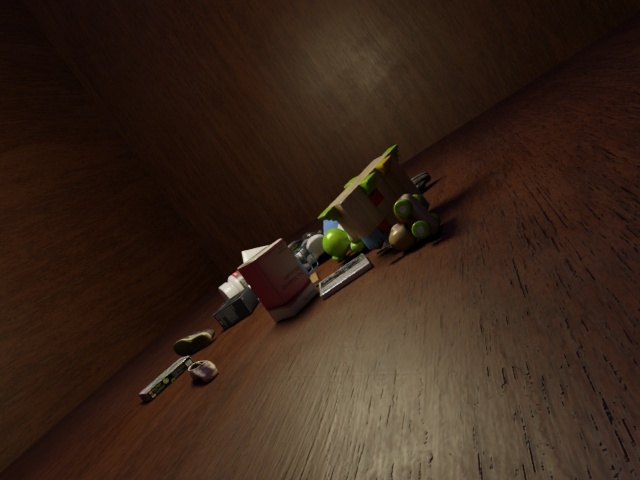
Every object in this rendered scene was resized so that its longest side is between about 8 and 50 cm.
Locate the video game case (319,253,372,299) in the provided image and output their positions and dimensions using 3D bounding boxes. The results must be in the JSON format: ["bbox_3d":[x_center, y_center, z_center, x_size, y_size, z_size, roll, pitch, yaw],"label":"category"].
[{"bbox_3d":[0.079,0.118,1.471,0.190,0.022,0.173,-35,8,3],"label":"video game case"}]

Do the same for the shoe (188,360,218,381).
[{"bbox_3d":[-0.394,0.423,1.461,0.077,0.058,0.219,-39,9,-30],"label":"shoe"}]

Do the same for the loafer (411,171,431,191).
[{"bbox_3d":[0.401,-0.208,1.977,0.268,0.084,0.096,-33,-24,-14],"label":"loafer"}]

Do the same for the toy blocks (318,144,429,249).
[{"bbox_3d":[0.210,-0.108,1.508,0.381,0.261,0.191,-47,14,-27],"label":"toy blocks"}]

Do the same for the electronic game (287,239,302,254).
[{"bbox_3d":[-0.145,0.098,2.093,0.229,0.048,0.229,-54,-17,-26],"label":"electronic game"}]

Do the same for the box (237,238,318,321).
[{"bbox_3d":[-0.143,0.136,1.502,0.127,0.232,0.149,-26,12,48],"label":"box"}]

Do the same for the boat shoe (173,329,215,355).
[{"bbox_3d":[-0.554,0.449,1.944,0.224,0.080,0.073,-25,6,27],"label":"boat shoe"}]

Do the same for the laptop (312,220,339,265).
[{"bbox_3d":[0.000,0.000,2.101,0.264,0.136,0.234,-38,8,-22],"label":"laptop"}]

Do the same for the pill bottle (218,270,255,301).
[{"bbox_3d":[-0.377,0.214,2.292,0.283,0.161,0.161,-38,8,-23],"label":"pill bottle"}]

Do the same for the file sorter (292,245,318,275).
[{"bbox_3d":[-0.109,0.117,1.845,0.170,0.118,0.104,-40,-2,40],"label":"file sorter"}]

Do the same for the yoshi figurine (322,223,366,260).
[{"bbox_3d":[0.087,-0.026,1.768,0.203,0.204,0.362,-50,8,9],"label":"yoshi figurine"}]

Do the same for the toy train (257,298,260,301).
[{"bbox_3d":[-0.216,0.233,1.946,0.125,0.046,0.166,-34,11,-4],"label":"toy train"}]

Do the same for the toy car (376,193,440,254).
[{"bbox_3d":[0.240,-0.030,1.308,0.188,0.149,0.155,-44,-10,28],"label":"toy car"}]

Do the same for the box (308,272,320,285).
[{"bbox_3d":[-0.091,0.199,1.691,0.201,0.021,0.164,-35,7,-1],"label":"box"}]

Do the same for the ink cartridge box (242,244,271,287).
[{"bbox_3d":[-0.289,0.137,2.218,0.181,0.224,0.056,-13,-31,-8],"label":"ink cartridge box"}]

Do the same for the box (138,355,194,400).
[{"bbox_3d":[-0.604,0.540,1.724,0.114,0.036,0.207,-27,11,48],"label":"box"}]

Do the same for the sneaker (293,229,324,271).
[{"bbox_3d":[-0.074,0.062,2.003,0.268,0.101,0.153,-45,17,12],"label":"sneaker"}]

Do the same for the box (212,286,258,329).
[{"bbox_3d":[-0.379,0.306,1.997,0.158,0.093,0.156,-34,7,12],"label":"box"}]
